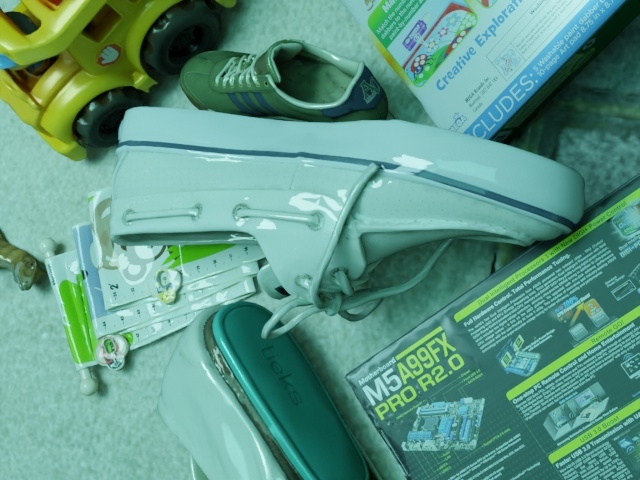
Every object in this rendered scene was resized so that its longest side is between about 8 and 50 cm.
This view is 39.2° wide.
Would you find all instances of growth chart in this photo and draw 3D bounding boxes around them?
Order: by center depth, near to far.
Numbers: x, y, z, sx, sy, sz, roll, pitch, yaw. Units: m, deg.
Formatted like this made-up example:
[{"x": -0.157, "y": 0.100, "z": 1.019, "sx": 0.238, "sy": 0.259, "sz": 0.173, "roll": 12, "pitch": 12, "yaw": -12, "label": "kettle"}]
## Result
[{"x": -0.139, "y": 0.005, "z": 0.774, "sx": 0.237, "sy": 0.021, "sz": 0.172, "roll": -30, "pitch": 74, "yaw": 12, "label": "growth chart"}]

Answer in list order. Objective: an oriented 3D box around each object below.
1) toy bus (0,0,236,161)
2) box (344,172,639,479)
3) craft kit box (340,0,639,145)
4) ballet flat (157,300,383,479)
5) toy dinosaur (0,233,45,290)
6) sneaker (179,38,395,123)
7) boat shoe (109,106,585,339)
[{"x": -0.209, "y": -0.191, "z": 0.726, "sx": 0.220, "sy": 0.211, "sz": 0.149, "roll": -45, "pitch": 73, "yaw": 11, "label": "toy bus"}, {"x": 0.185, "y": 0.112, "z": 0.624, "sx": 0.270, "sy": 0.060, "sz": 0.216, "roll": -37, "pitch": 72, "yaw": 11, "label": "box"}, {"x": 0.121, "y": -0.228, "z": 0.644, "sx": 0.247, "sy": 0.061, "sz": 0.250, "roll": 54, "pitch": 126, "yaw": 15, "label": "craft kit box"}, {"x": 0.004, "y": 0.228, "z": 0.650, "sx": 0.139, "sy": 0.139, "sz": 0.400, "roll": -40, "pitch": 68, "yaw": 11, "label": "ballet flat"}, {"x": -0.342, "y": -0.013, "z": 0.838, "sx": 0.211, "sy": 0.064, "sz": 0.112, "roll": 42, "pitch": 80, "yaw": 10, "label": "toy dinosaur"}, {"x": -0.034, "y": -0.132, "z": 0.713, "sx": 0.192, "sy": 0.086, "sz": 0.064, "roll": 18, "pitch": 70, "yaw": 20, "label": "sneaker"}, {"x": -0.005, "y": -0.002, "z": 0.647, "sx": 0.367, "sy": 0.136, "sz": 0.157, "roll": 9, "pitch": 82, "yaw": 22, "label": "boat shoe"}]
